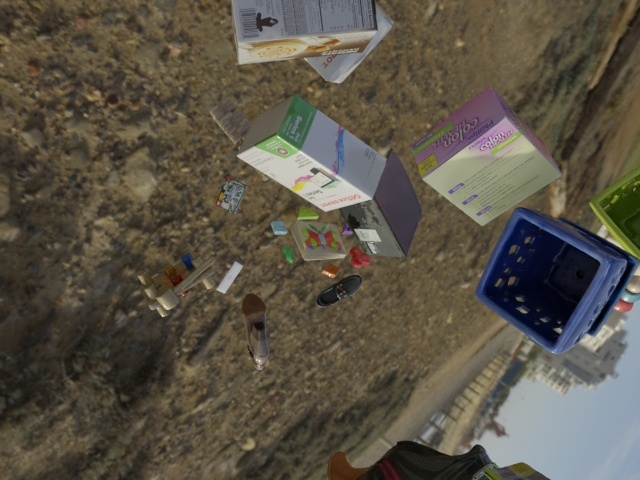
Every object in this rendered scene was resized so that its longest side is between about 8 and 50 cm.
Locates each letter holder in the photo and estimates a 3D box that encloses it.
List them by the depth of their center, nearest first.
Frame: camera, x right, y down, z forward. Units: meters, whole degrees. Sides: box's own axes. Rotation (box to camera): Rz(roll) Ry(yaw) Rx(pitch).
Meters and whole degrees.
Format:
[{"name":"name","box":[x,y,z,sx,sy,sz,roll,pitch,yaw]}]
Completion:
[{"name":"letter holder","box":[0.191,-0.122,1.784,0.301,0.152,0.214,56,49,-41]}]

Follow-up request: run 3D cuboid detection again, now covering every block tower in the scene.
[{"name":"block tower","box":[-0.284,-0.390,2.163,0.097,0.335,0.091,-39,-170,-7]}]

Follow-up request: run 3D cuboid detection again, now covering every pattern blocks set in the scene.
[{"name":"pattern blocks set","box":[0.000,0.000,1.898,0.325,0.285,0.026,-11,149,-40]}]

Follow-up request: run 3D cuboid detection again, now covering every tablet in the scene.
[{"name":"tablet","box":[-0.224,0.092,1.387,0.083,0.006,0.054,-57,162,-7]}]

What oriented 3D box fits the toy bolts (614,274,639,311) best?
[{"name":"toy bolts","box":[0.984,0.183,1.905,0.158,0.229,0.218,83,12,-60]}]

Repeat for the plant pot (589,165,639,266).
[{"name":"plant pot","box":[0.853,-0.055,1.418,0.227,0.228,0.207,-37,153,15]}]

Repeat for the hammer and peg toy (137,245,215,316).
[{"name":"hammer and peg toy","box":[-0.495,0.151,1.985,0.266,0.361,0.127,-32,113,-16]}]

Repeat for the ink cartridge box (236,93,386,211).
[{"name":"ink cartridge box","box":[-0.019,-0.192,1.302,0.278,0.201,0.117,30,69,-27]}]

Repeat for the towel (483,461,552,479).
[{"name":"towel","box":[0.265,0.316,0.741,0.083,0.060,0.009,5,100,-32]}]

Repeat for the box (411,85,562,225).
[{"name":"box","box":[0.368,-0.179,1.247,0.243,0.117,0.214,29,127,-35]}]

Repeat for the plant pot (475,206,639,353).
[{"name":"plant pot","box":[0.519,0.078,1.204,0.212,0.236,0.235,0,119,-38]}]

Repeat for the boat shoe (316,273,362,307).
[{"name":"boat shoe","box":[0.049,0.131,1.431,0.133,0.048,0.042,-31,178,13]}]

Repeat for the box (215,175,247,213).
[{"name":"box","box":[-0.379,-0.192,2.376,0.136,0.094,0.027,-65,168,13]}]

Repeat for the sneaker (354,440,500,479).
[{"name":"sneaker","box":[0.185,0.584,1.311,0.202,0.484,0.185,-91,171,-50]}]

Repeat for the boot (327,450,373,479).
[{"name":"boot","box":[0.134,0.700,1.664,0.220,0.109,0.283,-43,-160,15]}]

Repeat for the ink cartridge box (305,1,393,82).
[{"name":"ink cartridge box","box":[0.005,-0.568,1.386,0.211,0.289,0.121,-45,176,22]}]

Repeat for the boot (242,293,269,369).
[{"name":"boot","box":[-0.113,0.159,0.960,0.042,0.118,0.086,-2,122,-14]}]

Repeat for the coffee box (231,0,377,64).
[{"name":"coffee box","box":[-0.034,-0.397,1.021,0.141,0.247,0.098,-156,-121,-81]}]
